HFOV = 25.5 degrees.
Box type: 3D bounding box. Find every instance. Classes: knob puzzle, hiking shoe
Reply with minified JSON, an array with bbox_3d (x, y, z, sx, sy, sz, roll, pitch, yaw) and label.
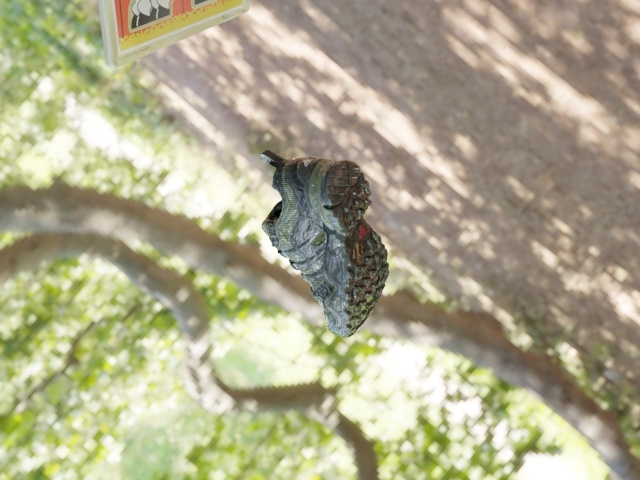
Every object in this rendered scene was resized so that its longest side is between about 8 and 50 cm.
[{"bbox_3d":[-0.110,-0.252,1.124,0.030,0.213,0.213,18,162,33],"label":"knob puzzle"},{"bbox_3d":[0.000,0.000,1.458,0.114,0.086,0.227,20,136,31],"label":"hiking shoe"}]
